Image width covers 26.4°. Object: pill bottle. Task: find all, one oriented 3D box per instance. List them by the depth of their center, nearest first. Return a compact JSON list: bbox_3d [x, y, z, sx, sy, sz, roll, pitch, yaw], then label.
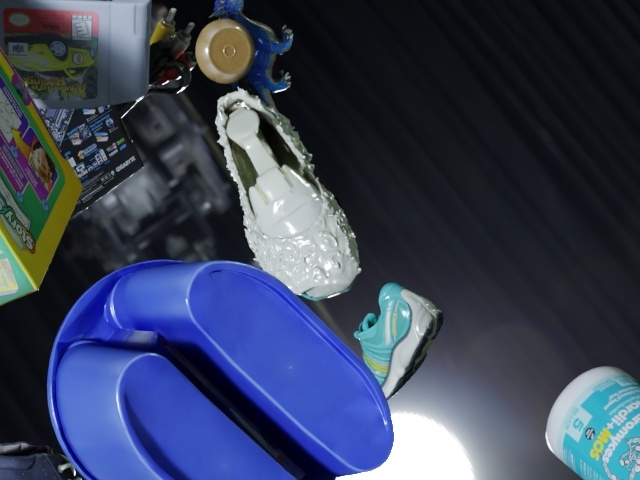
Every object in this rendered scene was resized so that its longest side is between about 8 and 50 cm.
[{"bbox_3d":[0.419,0.280,1.725,0.146,0.264,0.146,-17,-56,-27],"label":"pill bottle"}]

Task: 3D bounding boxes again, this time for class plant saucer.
[{"bbox_3d":[-0.119,-0.243,1.756,0.083,0.083,0.015,-32,19,-20],"label":"plant saucer"}]

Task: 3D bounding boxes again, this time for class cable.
[{"bbox_3d":[-0.315,-0.290,2.525,0.072,0.139,0.287,-15,-23,-49],"label":"cable"}]

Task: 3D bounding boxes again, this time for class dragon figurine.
[{"bbox_3d":[-0.129,-0.314,2.441,0.144,0.289,0.085,0,21,-13],"label":"dragon figurine"}]

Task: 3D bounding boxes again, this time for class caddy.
[{"bbox_3d":[-0.097,0.168,1.309,0.179,0.341,0.241,-12,37,55],"label":"caddy"}]

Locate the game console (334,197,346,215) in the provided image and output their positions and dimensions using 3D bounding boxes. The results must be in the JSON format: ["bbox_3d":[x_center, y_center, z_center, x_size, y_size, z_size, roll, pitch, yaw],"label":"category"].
[{"bbox_3d":[0.000,0.000,2.072,0.071,0.122,0.107,-6,-20,9],"label":"game console"}]

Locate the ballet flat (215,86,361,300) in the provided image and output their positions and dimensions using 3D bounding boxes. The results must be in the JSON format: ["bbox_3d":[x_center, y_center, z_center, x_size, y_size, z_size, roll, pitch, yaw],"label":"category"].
[{"bbox_3d":[-0.070,-0.079,1.949,0.147,0.409,0.147,-13,-48,-15],"label":"ballet flat"}]

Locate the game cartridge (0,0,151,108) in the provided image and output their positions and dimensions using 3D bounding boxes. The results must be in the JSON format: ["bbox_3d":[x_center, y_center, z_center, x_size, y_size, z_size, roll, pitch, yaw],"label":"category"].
[{"bbox_3d":[-0.406,-0.291,2.068,0.294,0.060,0.196,1,-47,-8],"label":"game cartridge"}]

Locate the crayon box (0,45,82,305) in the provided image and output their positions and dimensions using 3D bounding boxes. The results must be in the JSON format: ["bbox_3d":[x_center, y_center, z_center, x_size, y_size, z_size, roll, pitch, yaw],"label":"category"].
[{"bbox_3d":[-0.471,-0.134,1.810,0.106,0.363,0.313,-21,24,13],"label":"crayon box"}]

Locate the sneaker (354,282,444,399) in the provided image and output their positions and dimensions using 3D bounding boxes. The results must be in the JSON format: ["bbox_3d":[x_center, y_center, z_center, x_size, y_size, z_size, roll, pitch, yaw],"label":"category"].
[{"bbox_3d":[0.105,0.162,2.103,0.107,0.110,0.275,-40,-19,-40],"label":"sneaker"}]

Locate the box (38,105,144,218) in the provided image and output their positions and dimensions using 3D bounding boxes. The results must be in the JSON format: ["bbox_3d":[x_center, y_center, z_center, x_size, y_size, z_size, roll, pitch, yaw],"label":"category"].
[{"bbox_3d":[-0.479,-0.189,2.384,0.073,0.293,0.295,-8,25,43],"label":"box"}]

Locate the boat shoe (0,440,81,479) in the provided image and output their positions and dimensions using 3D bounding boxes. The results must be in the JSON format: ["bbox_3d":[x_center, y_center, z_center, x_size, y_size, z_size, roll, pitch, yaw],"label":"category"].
[{"bbox_3d":[-0.382,0.394,2.074,0.341,0.158,0.127,9,2,-35],"label":"boat shoe"}]
